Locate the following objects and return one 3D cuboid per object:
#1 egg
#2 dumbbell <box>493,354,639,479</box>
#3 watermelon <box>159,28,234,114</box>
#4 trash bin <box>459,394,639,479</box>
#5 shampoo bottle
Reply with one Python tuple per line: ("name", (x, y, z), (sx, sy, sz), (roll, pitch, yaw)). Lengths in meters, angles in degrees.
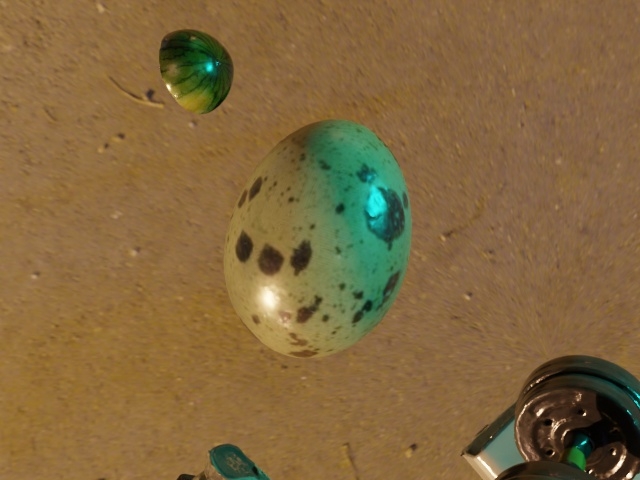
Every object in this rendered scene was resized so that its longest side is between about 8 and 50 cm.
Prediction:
("egg", (0.000, 0.000, 1.723), (0.287, 0.287, 0.379), (27, 113, 13))
("dumbbell", (0.300, 0.288, 1.345), (0.185, 0.388, 0.185), (12, 123, 19))
("watermelon", (-0.140, -0.205, 1.317), (0.062, 0.105, 0.105), (-16, 80, 33))
("trash bin", (0.416, 0.405, 1.728), (0.256, 0.296, 0.368), (-43, 84, -4))
("shampoo bottle", (-0.103, 0.228, 0.858), (0.063, 0.057, 0.208), (21, 130, -14))
